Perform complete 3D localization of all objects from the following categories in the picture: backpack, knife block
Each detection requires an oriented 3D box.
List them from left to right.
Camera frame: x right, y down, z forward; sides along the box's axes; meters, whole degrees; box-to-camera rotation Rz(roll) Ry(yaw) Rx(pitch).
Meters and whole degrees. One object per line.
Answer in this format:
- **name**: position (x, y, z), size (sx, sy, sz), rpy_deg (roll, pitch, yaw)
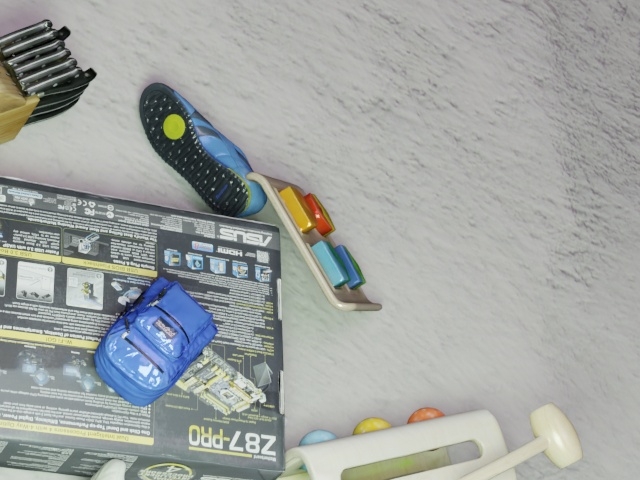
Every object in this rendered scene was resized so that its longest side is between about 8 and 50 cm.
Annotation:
- **knife block**: position (-0.404, -0.154, 1.865), size (0.275, 0.242, 0.088), rpy_deg (-34, 80, 6)
- **backpack**: position (-0.180, 0.107, 1.696), size (0.098, 0.101, 0.120), rpy_deg (40, 57, 4)

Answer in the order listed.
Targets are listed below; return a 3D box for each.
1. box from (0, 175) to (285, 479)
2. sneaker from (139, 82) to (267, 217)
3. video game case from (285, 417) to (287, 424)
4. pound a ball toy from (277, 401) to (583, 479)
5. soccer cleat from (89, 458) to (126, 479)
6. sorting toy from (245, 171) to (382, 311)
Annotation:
- **box**: position (-0.234, 0.104, 1.788), size (0.394, 0.097, 0.318), rpy_deg (10, 58, -23)
- **sneaker**: position (-0.146, -0.112, 2.001), size (0.209, 0.069, 0.082), rpy_deg (49, 23, 10)
- **video game case**: position (-0.104, 0.213, 1.865), size (0.122, 0.011, 0.087), rpy_deg (33, 52, -10)
- **pound a ball toy**: position (0.115, 0.251, 1.847), size (0.319, 0.208, 0.136), rpy_deg (-8, 68, -33)
- **soccer cleat**: position (-0.269, 0.305, 1.654), size (0.076, 0.068, 0.196), rpy_deg (32, 73, -4)
- **sorting toy**: position (0.000, 0.000, 1.961), size (0.208, 0.038, 0.193), rpy_deg (55, 10, 10)
